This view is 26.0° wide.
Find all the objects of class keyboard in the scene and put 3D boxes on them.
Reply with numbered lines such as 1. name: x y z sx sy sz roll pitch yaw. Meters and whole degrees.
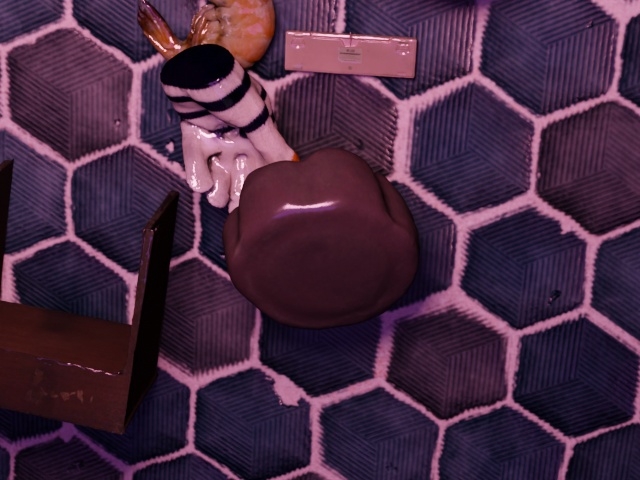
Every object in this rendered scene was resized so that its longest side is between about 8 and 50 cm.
1. keyboard: 0.038 -0.238 1.746 0.166 0.017 0.055 4 114 5

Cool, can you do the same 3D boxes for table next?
1. table: -0.334 0.066 1.806 0.251 0.196 0.282 11 107 4

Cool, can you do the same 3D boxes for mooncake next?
1. mooncake: 0.000 0.000 1.733 0.245 0.133 0.245 -8 139 -7

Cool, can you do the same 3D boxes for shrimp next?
1. shrimp: -0.178 -0.333 1.721 0.169 0.058 0.296 -28 107 17

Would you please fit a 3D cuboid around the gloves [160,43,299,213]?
1. gloves: -0.113 -0.137 1.754 0.140 0.131 0.218 -20 136 9
